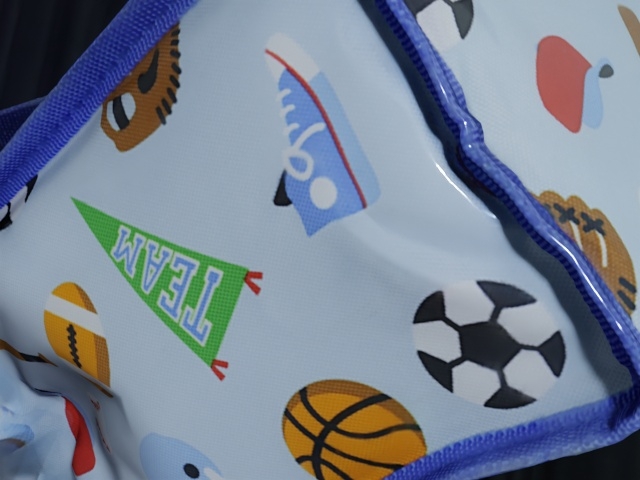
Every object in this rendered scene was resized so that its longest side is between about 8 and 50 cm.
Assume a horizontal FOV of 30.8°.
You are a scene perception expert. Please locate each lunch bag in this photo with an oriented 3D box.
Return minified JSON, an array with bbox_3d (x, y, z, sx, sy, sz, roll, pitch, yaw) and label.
[{"bbox_3d":[0.000,0.000,0.554,0.385,0.239,0.328,-37,173,39],"label":"lunch bag"}]
